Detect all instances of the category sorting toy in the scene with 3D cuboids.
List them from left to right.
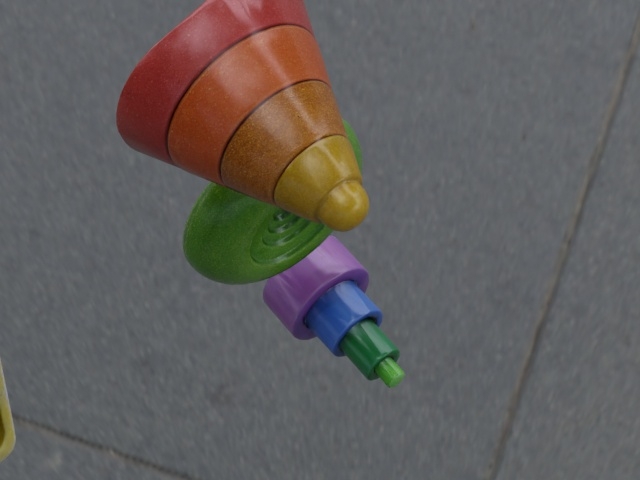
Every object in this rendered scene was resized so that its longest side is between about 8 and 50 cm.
[{"bbox_3d":[0.000,0.000,0.993,0.127,0.365,0.126,-39,65,-8],"label":"sorting toy"}]

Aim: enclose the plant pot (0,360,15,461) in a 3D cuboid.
[{"bbox_3d":[-0.281,-0.004,0.806,0.212,0.212,0.187,-14,29,-18],"label":"plant pot"}]
